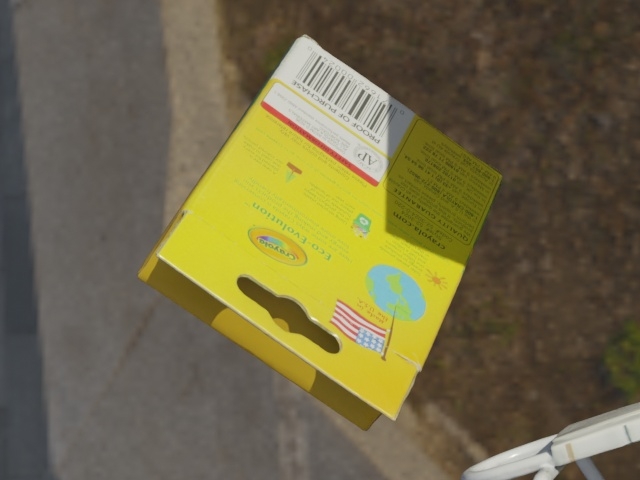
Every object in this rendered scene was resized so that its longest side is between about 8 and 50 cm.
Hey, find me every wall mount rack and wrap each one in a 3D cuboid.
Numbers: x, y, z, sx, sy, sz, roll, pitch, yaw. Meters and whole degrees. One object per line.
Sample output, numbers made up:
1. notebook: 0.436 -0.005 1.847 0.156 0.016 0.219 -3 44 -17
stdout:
1. wall mount rack: 0.301 0.177 1.462 0.350 0.304 0.130 -20 87 17

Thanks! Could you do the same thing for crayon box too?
1. crayon box: 0.000 0.000 1.356 0.081 0.202 0.318 -52 5 37
